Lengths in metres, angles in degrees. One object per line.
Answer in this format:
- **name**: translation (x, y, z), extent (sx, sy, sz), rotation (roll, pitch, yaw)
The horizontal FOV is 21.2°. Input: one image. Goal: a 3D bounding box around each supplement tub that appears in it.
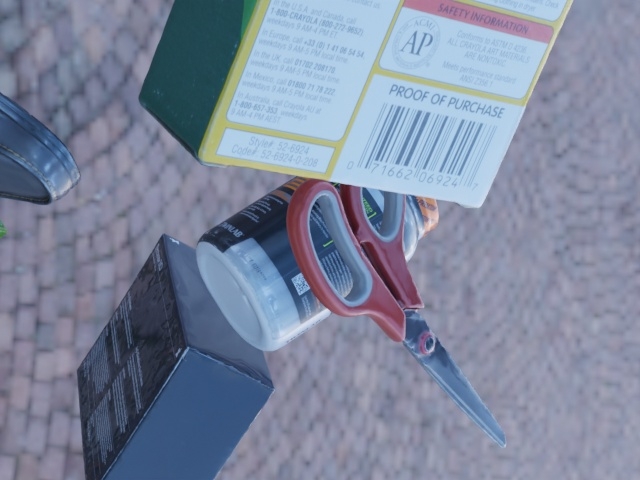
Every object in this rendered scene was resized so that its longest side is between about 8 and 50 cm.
- **supplement tub**: translation (0.000, 0.000, 1.456), extent (0.190, 0.117, 0.117), rotation (-32, 129, -20)

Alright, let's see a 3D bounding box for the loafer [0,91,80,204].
- **loafer**: translation (-0.187, -0.041, 0.785), extent (0.061, 0.170, 0.062), rotation (-57, 147, -30)

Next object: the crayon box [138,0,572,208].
- **crayon box**: translation (0.056, -0.187, 0.908), extent (0.203, 0.083, 0.323), rotation (8, 114, -38)

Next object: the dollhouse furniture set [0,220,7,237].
- **dollhouse furniture set**: translation (-0.242, 0.019, 0.890), extent (0.076, 0.151, 0.058), rotation (54, 0, 4)

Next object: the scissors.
- **scissors**: translation (0.055, 0.066, 1.177), extent (0.109, 0.021, 0.297), rotation (-48, 129, -34)

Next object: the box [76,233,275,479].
- **box**: translation (-0.148, 0.135, 1.671), extent (0.184, 0.103, 0.261), rotation (-59, -160, 16)
